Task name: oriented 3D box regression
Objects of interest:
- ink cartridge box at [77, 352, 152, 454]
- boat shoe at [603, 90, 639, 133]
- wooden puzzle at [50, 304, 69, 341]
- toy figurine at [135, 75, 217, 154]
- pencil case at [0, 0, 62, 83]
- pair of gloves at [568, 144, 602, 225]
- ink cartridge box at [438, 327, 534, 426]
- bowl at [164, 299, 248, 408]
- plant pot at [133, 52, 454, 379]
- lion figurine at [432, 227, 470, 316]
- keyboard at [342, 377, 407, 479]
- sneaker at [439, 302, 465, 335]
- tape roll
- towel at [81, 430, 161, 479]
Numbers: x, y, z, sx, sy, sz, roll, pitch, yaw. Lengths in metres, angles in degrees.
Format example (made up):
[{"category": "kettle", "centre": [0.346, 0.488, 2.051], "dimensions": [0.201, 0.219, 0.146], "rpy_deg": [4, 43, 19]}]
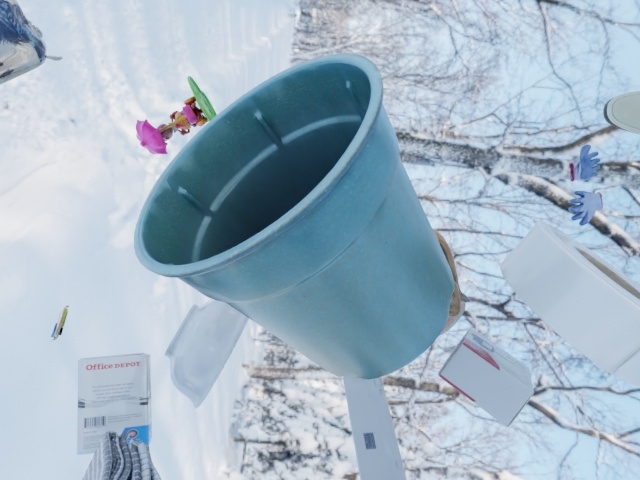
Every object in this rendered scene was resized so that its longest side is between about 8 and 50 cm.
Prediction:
[{"category": "ink cartridge box", "centre": [-0.462, 0.363, 1.096], "dimensions": [0.086, 0.148, 0.203], "rpy_deg": [132, -45, -73]}, {"category": "boat shoe", "centre": [0.623, -0.226, 0.894], "dimensions": [0.079, 0.233, 0.084], "rpy_deg": [-165, -104, -80]}, {"category": "wooden puzzle", "centre": [-0.530, 0.170, 0.986], "dimensions": [0.116, 0.014, 0.078], "rpy_deg": [-11, -119, 58]}, {"category": "toy figurine", "centre": [-0.301, -0.242, 0.996], "dimensions": [0.130, 0.159, 0.173], "rpy_deg": [62, 2, -18]}, {"category": "pencil case", "centre": [-0.525, -0.415, 0.641], "dimensions": [0.183, 0.160, 0.410], "rpy_deg": [-51, 139, -47]}, {"category": "pair of gloves", "centre": [0.677, -0.143, 1.236], "dimensions": [0.023, 0.159, 0.198], "rpy_deg": [3, -73, 52]}, {"category": "ink cartridge box", "centre": [0.282, 0.222, 0.820], "dimensions": [0.072, 0.127, 0.175], "rpy_deg": [-59, 161, 10]}, {"category": "bowl", "centre": [-0.292, 0.249, 1.201], "dimensions": [0.297, 0.134, 0.298], "rpy_deg": [-58, -172, 13]}, {"category": "plant pot", "centre": [0.000, 0.000, 0.650], "dimensions": [0.334, 0.341, 0.341], "rpy_deg": [50, 24, -37]}, {"category": "lion figurine", "centre": [0.110, 0.030, 0.945], "dimensions": [0.142, 0.392, 0.240], "rpy_deg": [-160, -113, -77]}, {"category": "keyboard", "centre": [0.090, 0.330, 0.795], "dimensions": [0.256, 0.072, 0.014], "rpy_deg": [-100, -174, -50]}, {"category": "sneaker", "centre": [0.226, 0.201, 1.229], "dimensions": [0.302, 0.108, 0.121], "rpy_deg": [-38, -163, 22]}, {"category": "tape roll", "centre": [0.435, 0.093, 0.772], "dimensions": [0.100, 0.286, 0.286], "rpy_deg": [-55, -162, 21]}, {"category": "towel", "centre": [-0.354, 0.473, 0.777], "dimensions": [0.284, 0.121, 0.235], "rpy_deg": [18, -98, 61]}]
